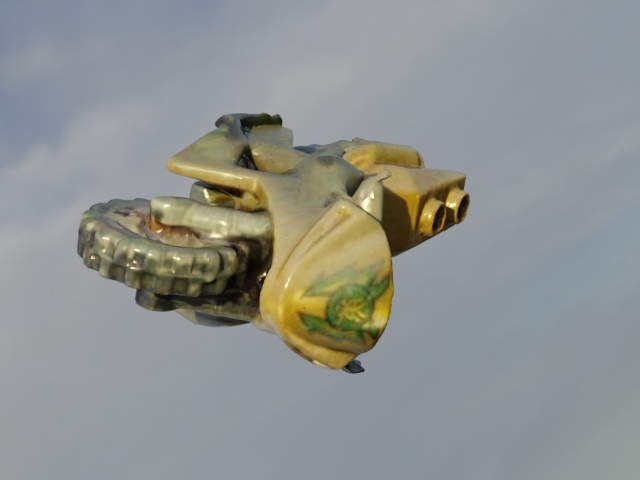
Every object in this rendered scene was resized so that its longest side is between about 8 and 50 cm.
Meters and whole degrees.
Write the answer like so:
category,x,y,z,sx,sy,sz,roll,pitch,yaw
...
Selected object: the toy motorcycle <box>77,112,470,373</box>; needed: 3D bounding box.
category,x,y,z,sx,sy,sz,roll,pitch,yaw
toy motorcycle,0.000,-0.001,0.747,0.229,0.130,0.094,-22,-57,-59
